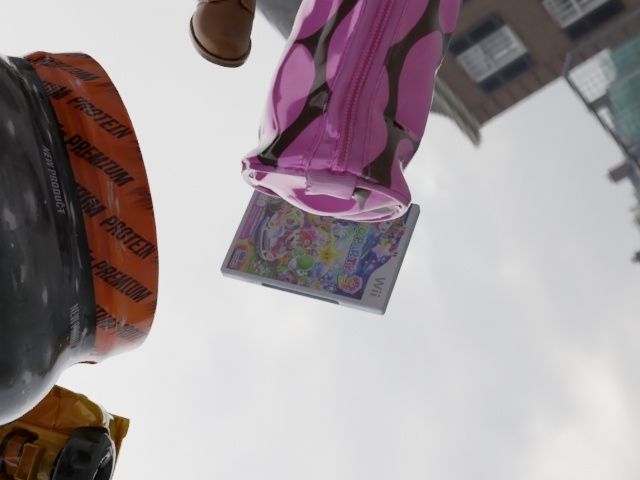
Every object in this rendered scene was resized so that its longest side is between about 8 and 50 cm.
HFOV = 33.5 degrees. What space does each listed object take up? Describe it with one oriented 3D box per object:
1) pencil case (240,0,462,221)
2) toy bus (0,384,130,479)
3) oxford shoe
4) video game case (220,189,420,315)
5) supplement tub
[{"bbox_3d":[0.031,-0.111,0.483,0.095,0.209,0.098,17,180,-16],"label":"pencil case"},{"bbox_3d":[-0.258,0.234,0.942,0.211,0.150,0.220,66,-141,-77],"label":"toy bus"},{"bbox_3d":[-0.108,-0.281,1.248,0.076,0.076,0.212,14,-137,-14],"label":"oxford shoe"},{"bbox_3d":[0.000,0.000,0.750,0.011,0.122,0.087,73,-146,-58],"label":"video game case"},{"bbox_3d":[-0.261,0.011,0.485,0.338,0.207,0.207,-13,-110,-28],"label":"supplement tub"}]
